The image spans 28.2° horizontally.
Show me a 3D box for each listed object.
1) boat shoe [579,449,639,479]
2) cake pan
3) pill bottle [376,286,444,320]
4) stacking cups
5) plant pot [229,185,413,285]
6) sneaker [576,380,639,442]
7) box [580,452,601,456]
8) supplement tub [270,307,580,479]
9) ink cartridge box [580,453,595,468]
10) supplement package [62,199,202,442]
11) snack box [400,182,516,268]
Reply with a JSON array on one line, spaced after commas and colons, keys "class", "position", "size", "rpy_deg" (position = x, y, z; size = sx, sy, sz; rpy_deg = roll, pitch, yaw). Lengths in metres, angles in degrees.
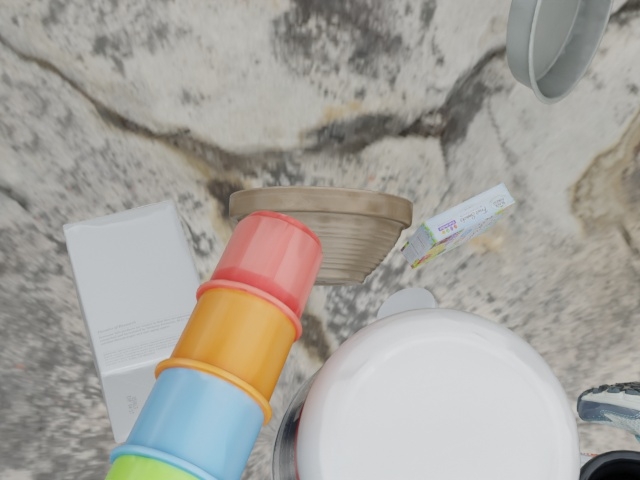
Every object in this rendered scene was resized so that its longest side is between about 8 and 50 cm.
[{"class": "boat shoe", "position": [0.324, 0.318, 0.840], "size": [0.186, 0.156, 0.500], "rpy_deg": [-25, 40, -18]}, {"class": "cake pan", "position": [0.359, -0.350, 1.895], "size": [0.054, 0.293, 0.293], "rpy_deg": [22, 80, 28]}, {"class": "pill bottle", "position": [0.167, 0.175, 1.910], "size": [0.121, 0.121, 0.216], "rpy_deg": [-35, 125, -6]}, {"class": "stacking cups", "position": [-0.079, 0.126, 0.790], "size": [0.096, 0.096, 0.316], "rpy_deg": [23, 58, 2]}, {"class": "plant pot", "position": [0.000, 0.000, 1.639], "size": [0.237, 0.237, 0.110], "rpy_deg": [2, 83, -1]}, {"class": "sneaker", "position": [0.392, 0.218, 1.297], "size": [0.283, 0.110, 0.122], "rpy_deg": [11, 94, 28]}, {"class": "box", "position": [0.240, 0.413, 1.866], "size": [0.289, 0.279, 0.177], "rpy_deg": [6, 70, -11]}, {"class": "supplement tub", "position": [0.064, 0.164, 0.943], "size": [0.191, 0.272, 0.191], "rpy_deg": [2, 76, -7]}, {"class": "ink cartridge box", "position": [0.285, 0.440, 1.539], "size": [0.175, 0.069, 0.371], "rpy_deg": [13, 69, -13]}, {"class": "supplement package", "position": [-0.258, 0.114, 1.876], "size": [0.175, 0.177, 0.293], "rpy_deg": [-14, 50, -12]}, {"class": "snack box", "position": [0.189, -0.020, 1.754], "size": [0.141, 0.100, 0.037], "rpy_deg": [-26, 78, -25]}]
